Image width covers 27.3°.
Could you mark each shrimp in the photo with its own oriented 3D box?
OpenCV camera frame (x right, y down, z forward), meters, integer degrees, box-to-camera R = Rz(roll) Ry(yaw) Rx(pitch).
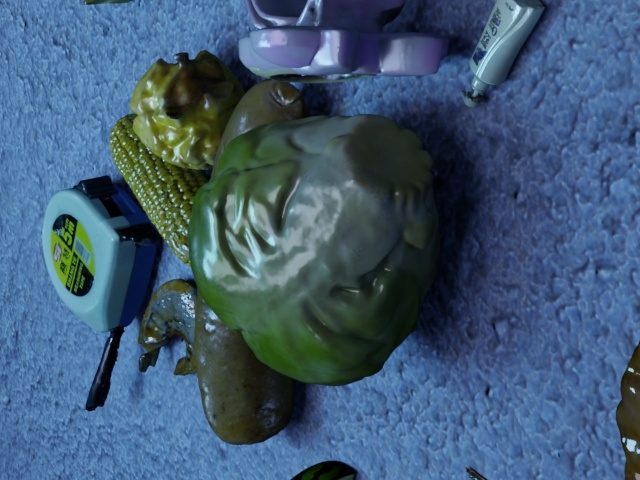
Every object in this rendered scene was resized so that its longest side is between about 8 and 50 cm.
[{"bbox_3d":[-0.214,0.138,1.903,0.132,0.052,0.187,60,138,22],"label":"shrimp"}]

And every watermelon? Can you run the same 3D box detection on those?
[{"bbox_3d":[-0.005,0.337,1.691,0.094,0.125,0.135,45,174,-6],"label":"watermelon"}]

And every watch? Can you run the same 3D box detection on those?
[{"bbox_3d":[0.004,-0.277,1.379,0.248,0.211,0.217,6,97,61],"label":"watch"}]

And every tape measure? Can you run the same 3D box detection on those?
[{"bbox_3d":[-0.348,0.073,2.021,0.215,0.098,0.351,45,131,33],"label":"tape measure"}]

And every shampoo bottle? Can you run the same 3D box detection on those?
[{"bbox_3d":[0.174,-0.186,1.298,0.049,0.034,0.141,47,137,26],"label":"shampoo bottle"}]

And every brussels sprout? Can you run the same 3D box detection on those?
[{"bbox_3d":[-0.009,-0.002,1.425,0.274,0.243,0.316,35,126,36],"label":"brussels sprout"}]

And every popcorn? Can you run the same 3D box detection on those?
[{"bbox_3d":[-0.161,-0.164,1.663,0.167,0.148,0.152,39,163,22],"label":"popcorn"}]

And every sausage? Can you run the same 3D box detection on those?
[{"bbox_3d":[-0.088,0.035,1.642,0.136,0.123,0.500,23,118,36],"label":"sausage"}]

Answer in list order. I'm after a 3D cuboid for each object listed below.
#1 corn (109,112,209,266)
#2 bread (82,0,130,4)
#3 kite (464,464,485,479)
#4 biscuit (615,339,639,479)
[{"bbox_3d":[-0.205,-0.071,1.785,0.293,0.106,0.106,49,136,33],"label":"corn"},{"bbox_3d":[-0.264,-0.341,1.800,0.139,0.074,0.084,-52,57,46],"label":"bread"},{"bbox_3d":[0.202,0.335,1.445,0.159,0.010,0.190,-28,77,53],"label":"kite"},{"bbox_3d":[0.385,0.177,1.071,0.326,0.107,0.325,21,116,52],"label":"biscuit"}]
